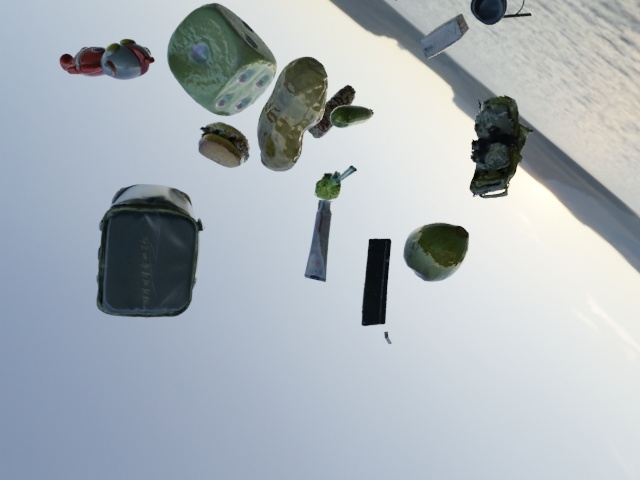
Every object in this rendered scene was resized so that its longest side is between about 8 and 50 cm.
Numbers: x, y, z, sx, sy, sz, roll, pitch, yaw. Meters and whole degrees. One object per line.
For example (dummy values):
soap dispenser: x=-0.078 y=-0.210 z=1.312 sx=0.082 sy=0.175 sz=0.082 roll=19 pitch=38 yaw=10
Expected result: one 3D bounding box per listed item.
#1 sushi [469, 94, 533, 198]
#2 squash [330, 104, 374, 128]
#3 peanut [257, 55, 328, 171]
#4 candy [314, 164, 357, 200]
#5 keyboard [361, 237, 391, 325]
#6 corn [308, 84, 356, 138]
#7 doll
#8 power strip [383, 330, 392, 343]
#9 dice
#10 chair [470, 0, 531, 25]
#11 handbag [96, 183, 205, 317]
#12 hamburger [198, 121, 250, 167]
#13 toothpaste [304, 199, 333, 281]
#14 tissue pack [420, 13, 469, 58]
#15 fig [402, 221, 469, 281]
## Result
sushi: x=0.480 y=-0.258 z=1.206 sx=0.131 sy=0.139 sz=0.291 roll=28 pitch=-111 yaw=-43
squash: x=0.101 y=-0.384 z=1.376 sx=0.201 sy=0.066 sz=0.066 roll=-23 pitch=-115 yaw=-46
peanut: x=-0.076 y=-0.318 z=1.150 sx=0.147 sy=0.306 sz=0.147 roll=27 pitch=-156 yaw=-13
candy: x=0.043 y=-0.156 z=1.143 sx=0.073 sy=0.077 sz=0.262 roll=19 pitch=171 yaw=-11
keyboard: x=0.142 y=0.107 z=1.155 sx=0.072 sy=0.231 sz=0.023 roll=0 pitch=-171 yaw=-23
corn: x=0.050 y=-0.553 z=1.905 sx=0.098 sy=0.290 sz=0.098 roll=33 pitch=160 yaw=14
doll: x=-0.622 y=-0.537 z=1.328 sx=0.336 sy=0.106 sz=0.200 roll=13 pitch=-139 yaw=26
power strip: x=0.243 y=0.349 z=1.609 sx=0.083 sy=0.017 sz=0.027 roll=56 pitch=-158 yaw=-53
dice: x=-0.312 y=-0.574 z=1.432 sx=0.254 sy=0.252 sz=0.249 roll=53 pitch=-159 yaw=3
chair: x=0.517 y=-0.661 z=1.255 sx=0.221 sy=0.104 sz=0.095 roll=-27 pitch=-93 yaw=-33
handbag: x=-0.373 y=0.014 z=0.989 sx=0.222 sy=0.263 sz=0.241 roll=6 pitch=-164 yaw=-22
hamburger: x=-0.341 y=-0.348 z=1.625 sx=0.190 sy=0.118 sz=0.182 roll=13 pitch=164 yaw=36
toothpaste: x=0.000 y=0.000 z=1.784 sx=0.100 sy=0.323 sz=0.066 roll=11 pitch=-174 yaw=22
tissue pack: x=0.342 y=-0.563 z=1.228 sx=0.060 sy=0.108 sz=0.148 roll=58 pitch=-145 yaw=-16
fig: x=0.462 y=0.032 z=1.751 sx=0.239 sy=0.271 sz=0.240 roll=31 pitch=-142 yaw=-29
